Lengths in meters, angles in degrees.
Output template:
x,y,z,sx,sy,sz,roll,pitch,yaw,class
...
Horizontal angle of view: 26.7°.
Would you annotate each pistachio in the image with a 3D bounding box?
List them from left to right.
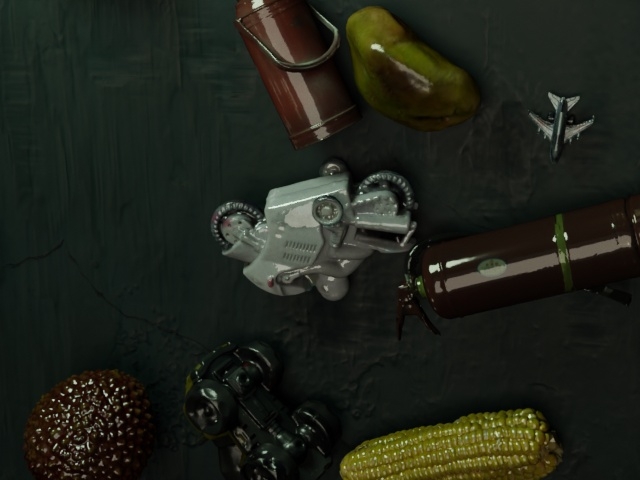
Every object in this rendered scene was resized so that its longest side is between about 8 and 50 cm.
x,y,z,sx,sy,sz,roll,pitch,yaw,class
0.097,-0.193,1.591,0.189,0.100,0.110,39,129,1,pistachio

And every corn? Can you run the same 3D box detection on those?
x,y,z,sx,sy,sz,roll,pitch,yaw,class
0.161,0.275,1.720,0.291,0.101,0.101,-13,102,23,corn

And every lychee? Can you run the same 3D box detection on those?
x,y,z,sx,sy,sz,roll,pitch,yaw,class
-0.302,0.256,1.792,0.188,0.188,0.188,4,107,14,lychee

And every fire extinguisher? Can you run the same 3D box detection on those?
x,y,z,sx,sy,sz,roll,pitch,yaw,class
0.242,0.040,1.616,0.341,0.105,0.141,-15,100,16,fire extinguisher

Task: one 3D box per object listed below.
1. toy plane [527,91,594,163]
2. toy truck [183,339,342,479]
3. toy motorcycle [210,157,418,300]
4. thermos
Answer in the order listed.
x,y,z,sx,sy,sz,roll,pitch,yaw,class
0.283,-0.132,1.594,0.078,0.031,0.083,9,108,13,toy plane
-0.096,0.253,1.768,0.224,0.147,0.165,48,135,1,toy truck
0.000,0.000,1.683,0.260,0.110,0.171,-11,119,11,toy motorcycle
-0.042,-0.231,1.625,0.124,0.099,0.232,-14,105,61,thermos
